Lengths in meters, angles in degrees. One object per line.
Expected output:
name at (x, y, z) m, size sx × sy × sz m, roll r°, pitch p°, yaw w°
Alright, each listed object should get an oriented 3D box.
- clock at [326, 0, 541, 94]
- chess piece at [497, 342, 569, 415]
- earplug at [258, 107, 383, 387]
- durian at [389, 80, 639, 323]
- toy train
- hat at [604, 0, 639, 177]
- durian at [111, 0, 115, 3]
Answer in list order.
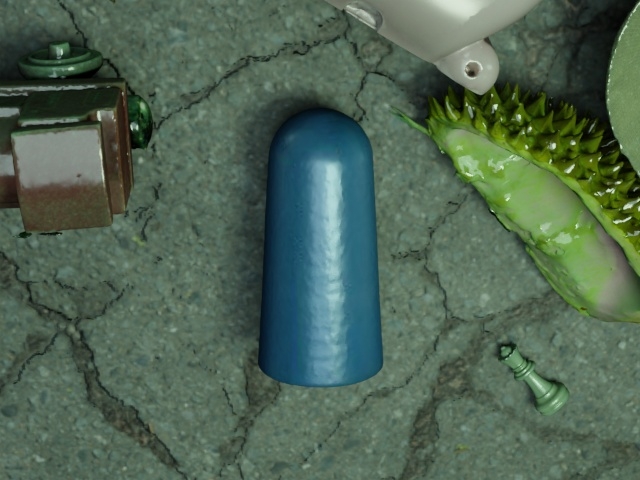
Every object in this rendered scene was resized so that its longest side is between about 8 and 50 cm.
clock at (0.111, -0.344, 1.183) m, size 0.342 × 0.184 × 0.326 m, roll 29°, pitch 103°, yaw -18°
chess piece at (0.231, 0.150, 1.451) m, size 0.042 × 0.042 × 0.093 m, roll -43°, pitch 101°, yaw 13°
earplug at (0.000, 0.000, 1.336) m, size 0.132 × 0.132 × 0.273 m, roll -1°, pitch 108°, yaw -2°
durian at (0.244, -0.037, 1.318) m, size 0.355 × 0.157 × 0.169 m, roll 43°, pitch 121°, yaw -17°
toy train at (-0.314, -0.091, 1.229) m, size 0.304 × 0.221 × 0.150 m, roll -3°, pitch 114°, yaw -1°
hat at (0.388, -0.168, 1.280) m, size 0.257 × 0.130 × 0.257 m, roll -1°, pitch 111°, yaw -2°
durian at (-0.209, -0.289, 1.247) m, size 0.066 × 0.052 × 0.130 m, roll -18°, pitch 112°, yaw 7°
